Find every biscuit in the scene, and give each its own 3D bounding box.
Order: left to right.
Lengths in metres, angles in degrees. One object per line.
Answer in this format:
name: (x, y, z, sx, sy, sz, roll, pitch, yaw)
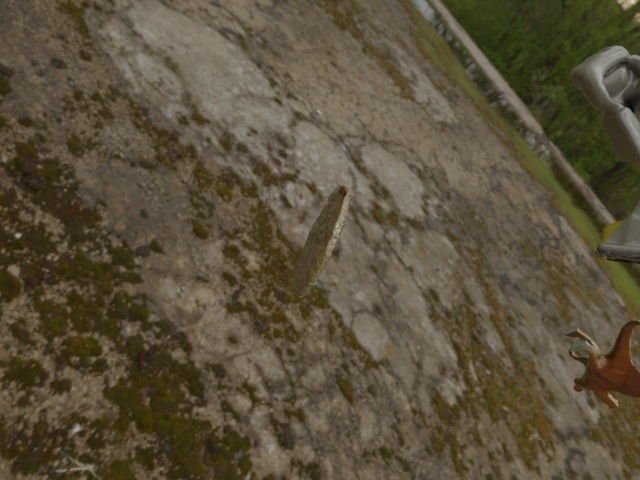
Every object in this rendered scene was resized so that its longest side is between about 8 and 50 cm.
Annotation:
biscuit: (0.000, 0.000, 0.499, 0.015, 0.120, 0.120, 24, 37, -10)

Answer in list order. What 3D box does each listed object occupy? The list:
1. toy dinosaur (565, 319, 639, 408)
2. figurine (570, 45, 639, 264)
toy dinosaur: (0.424, 0.191, 0.745, 0.057, 0.212, 0.142, -42, 83, -14)
figurine: (0.376, -0.104, 0.482, 0.308, 0.309, 0.143, 26, -5, -32)
